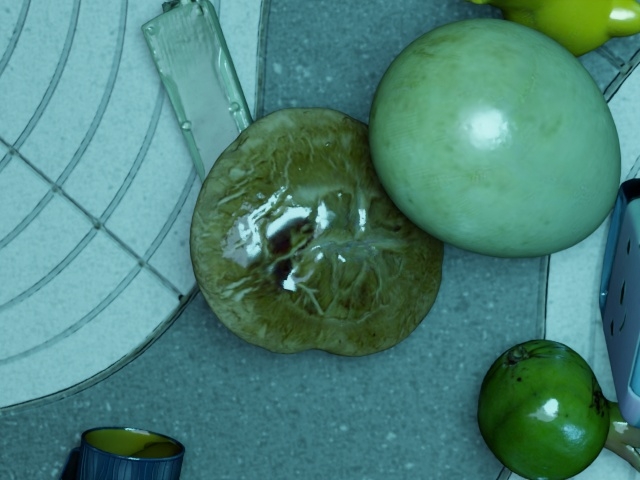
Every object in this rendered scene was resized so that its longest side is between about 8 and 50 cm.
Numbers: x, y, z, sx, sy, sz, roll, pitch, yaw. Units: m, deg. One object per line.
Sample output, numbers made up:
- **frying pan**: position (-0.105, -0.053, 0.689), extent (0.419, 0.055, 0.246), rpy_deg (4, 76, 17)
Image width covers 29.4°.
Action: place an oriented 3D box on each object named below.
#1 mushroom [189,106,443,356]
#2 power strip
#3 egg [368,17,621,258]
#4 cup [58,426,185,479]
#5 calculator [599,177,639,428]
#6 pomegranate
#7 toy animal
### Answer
- **mushroom**: position (0.000, 0.000, 1.252), extent (0.278, 0.146, 0.278), rpy_deg (0, 91, -24)
- **power strip**: position (-0.113, -0.130, 1.333), extent (0.080, 0.048, 0.286), rpy_deg (-21, 88, 12)
- **egg**: position (0.179, -0.087, 1.182), extent (0.218, 0.295, 0.218), rpy_deg (-27, 47, 33)
- **cup**: position (-0.222, 0.284, 1.348), extent (0.113, 0.150, 0.138), rpy_deg (8, 96, -25)
- **calculator**: position (0.306, 0.051, 1.151), extent (0.051, 0.293, 0.173), rpy_deg (5, 115, 4)
- **pomegranate**: position (0.255, 0.177, 1.228), extent (0.191, 0.152, 0.131), rpy_deg (17, 117, 4)
- **toy animal**: position (0.210, -0.264, 1.191), extent (0.230, 0.156, 0.156), rpy_deg (37, 100, -31)
